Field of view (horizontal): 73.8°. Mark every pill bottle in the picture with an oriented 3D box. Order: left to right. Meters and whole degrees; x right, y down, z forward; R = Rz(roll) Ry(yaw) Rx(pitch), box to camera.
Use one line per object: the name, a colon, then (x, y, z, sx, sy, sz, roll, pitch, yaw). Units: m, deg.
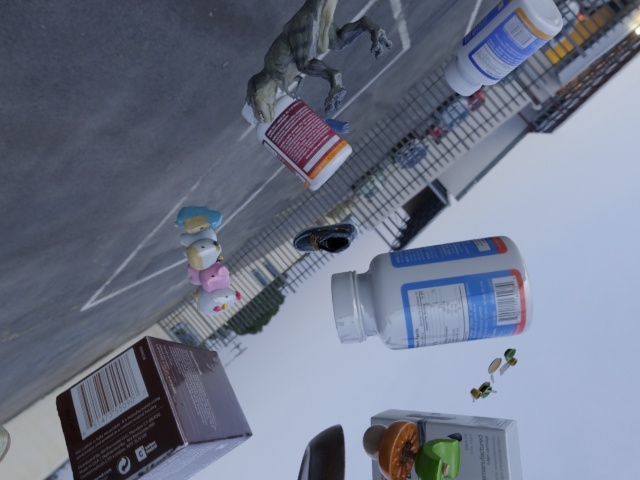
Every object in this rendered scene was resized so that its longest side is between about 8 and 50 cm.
pill bottle: (-0.035, -0.151, 0.612, 0.086, 0.152, 0.086, -47, -176, 4)
pill bottle: (0.129, 0.069, 0.531, 0.222, 0.124, 0.124, -8, -175, 7)
pill bottle: (0.459, -0.506, 1.108, 0.152, 0.152, 0.272, -41, -178, -35)

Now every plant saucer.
plant saucer: (-0.018, 0.439, 0.645, 0.310, 0.050, 0.310, -169, -90, -89)

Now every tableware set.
tableware set: (0.420, 0.328, 1.026, 0.154, 0.104, 0.024, -38, -138, -13)

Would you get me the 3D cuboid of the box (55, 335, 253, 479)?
box: (-0.244, 0.271, 0.652, 0.169, 0.167, 0.203, -35, 153, 3)

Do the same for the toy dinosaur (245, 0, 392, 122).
toy dinosaur: (0.004, -0.223, 0.479, 0.268, 0.118, 0.064, -51, 169, 28)

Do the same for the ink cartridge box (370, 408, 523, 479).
ink cartridge box: (0.243, 0.453, 0.841, 0.273, 0.196, 0.114, -9, 164, 33)

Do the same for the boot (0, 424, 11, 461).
boot: (-0.562, 0.216, 0.546, 0.095, 0.262, 0.203, -61, 174, -31)

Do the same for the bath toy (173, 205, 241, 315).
bath toy: (-0.299, 0.074, 1.167, 0.151, 0.129, 0.348, -90, 179, -52)

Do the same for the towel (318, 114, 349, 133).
towel: (0.020, -0.335, 1.219, 0.067, 0.120, 0.029, -44, 150, -63)

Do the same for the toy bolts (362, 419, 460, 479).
toy bolts: (0.103, 0.419, 0.677, 0.159, 0.218, 0.229, 2, 180, 37)

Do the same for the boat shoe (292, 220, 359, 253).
boat shoe: (0.000, 0.000, 1.037, 0.184, 0.065, 0.083, -15, -163, 26)
